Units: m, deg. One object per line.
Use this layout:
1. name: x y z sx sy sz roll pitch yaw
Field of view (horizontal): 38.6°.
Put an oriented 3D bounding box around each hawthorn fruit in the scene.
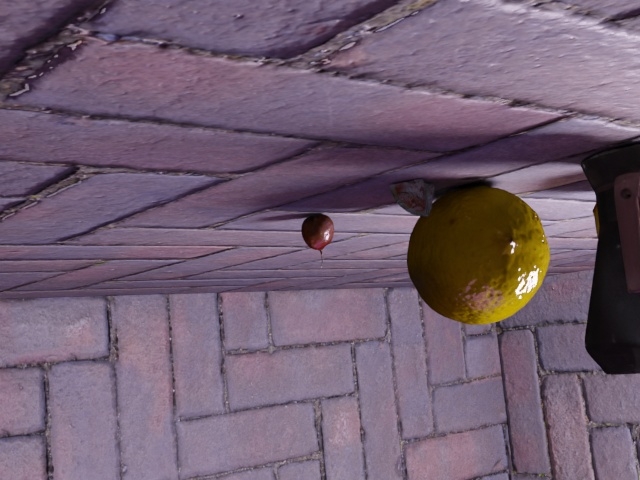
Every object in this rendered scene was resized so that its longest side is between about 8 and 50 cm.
1. hawthorn fruit: 0.000 0.000 1.771 0.067 0.103 0.067 -15 -169 3

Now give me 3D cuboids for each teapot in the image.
1. teapot: 0.513 0.029 1.405 0.253 0.343 0.300 -11 171 29

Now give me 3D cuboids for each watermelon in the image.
1. watermelon: 0.164 -0.083 1.509 0.085 0.085 0.061 -3 143 -20

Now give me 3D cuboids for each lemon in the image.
1. lemon: 0.276 0.026 1.611 0.268 0.267 0.267 -5 173 -1

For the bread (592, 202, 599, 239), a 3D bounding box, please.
1. bread: 0.631 -0.049 1.662 0.270 0.147 0.270 -8 170 -1
